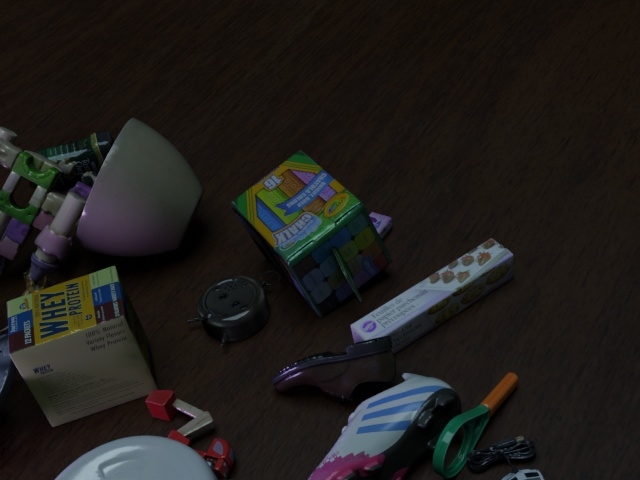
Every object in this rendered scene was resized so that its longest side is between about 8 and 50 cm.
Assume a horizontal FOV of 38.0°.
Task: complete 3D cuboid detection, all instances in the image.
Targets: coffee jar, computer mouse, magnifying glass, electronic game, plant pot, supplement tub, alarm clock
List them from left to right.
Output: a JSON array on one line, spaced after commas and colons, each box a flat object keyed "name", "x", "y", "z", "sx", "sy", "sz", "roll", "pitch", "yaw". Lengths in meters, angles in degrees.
[{"name": "electronic game", "x": -0.591, "y": 0.269, "z": 1.618, "sx": 0.229, "sy": 0.048, "sz": 0.229, "roll": -37, "pitch": 37, "yaw": 35}, {"name": "coffee jar", "x": -0.560, "y": -0.187, "z": 2.154, "sx": 0.184, "sy": 0.096, "sz": 0.079, "roll": -19, "pitch": 45, "yaw": -5}, {"name": "plant pot", "x": -0.349, "y": -0.079, "z": 1.888, "sx": 0.191, "sy": 0.284, "sz": 0.284, "roll": 25, "pitch": 46, "yaw": -5}, {"name": "supplement tub", "x": -0.208, "y": 0.437, "z": 1.199, "sx": 0.241, "sy": 0.331, "sz": 0.241, "roll": -8, "pitch": 42, "yaw": 7}, {"name": "alarm clock", "x": -0.150, "y": 0.113, "z": 1.748, "sx": 0.129, "sy": 0.064, "sz": 0.192, "roll": 28, "pitch": 52, "yaw": 37}, {"name": "magnifying glass", "x": 0.245, "y": 0.282, "z": 1.449, "sx": 0.026, "sy": 0.092, "sz": 0.231, "roll": 17, "pitch": 39, "yaw": 34}, {"name": "computer mouse", "x": 0.299, "y": 0.370, "z": 1.362, "sx": 0.106, "sy": 0.042, "sz": 0.193, "roll": -15, "pitch": 36, "yaw": -9}]

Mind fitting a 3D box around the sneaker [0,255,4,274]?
[{"name": "sneaker", "x": -0.713, "y": 0.001, "z": 1.983, "sx": 0.095, "sy": 0.105, "sz": 0.236, "roll": 4, "pitch": 45, "yaw": 17}]

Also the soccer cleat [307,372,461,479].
[{"name": "soccer cleat", "x": 0.073, "y": 0.325, "z": 1.434, "sx": 0.331, "sy": 0.116, "sz": 0.143, "roll": -34, "pitch": 30, "yaw": -25}]

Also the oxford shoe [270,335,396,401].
[{"name": "oxford shoe", "x": 0.020, "y": 0.230, "z": 1.554, "sx": 0.227, "sy": 0.096, "sz": 0.083, "roll": -16, "pitch": -3, "yaw": 25}]

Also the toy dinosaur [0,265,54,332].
[{"name": "toy dinosaur", "x": -0.581, "y": 0.128, "z": 1.854, "sx": 0.112, "sy": 0.064, "sz": 0.211, "roll": -21, "pitch": 29, "yaw": 17}]

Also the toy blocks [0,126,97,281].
[{"name": "toy blocks", "x": -0.626, "y": -0.050, "z": 1.899, "sx": 0.288, "sy": 0.260, "sz": 0.309, "roll": 29, "pitch": 9, "yaw": -10}]

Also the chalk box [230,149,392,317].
[{"name": "chalk box", "x": 0.000, "y": 0.000, "z": 1.721, "sx": 0.179, "sy": 0.180, "sz": 0.289, "roll": -38, "pitch": 46, "yaw": -8}]

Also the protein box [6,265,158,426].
[{"name": "protein box", "x": -0.414, "y": 0.186, "z": 1.627, "sx": 0.199, "sy": 0.201, "sz": 0.136, "roll": -18, "pitch": 42, "yaw": -6}]

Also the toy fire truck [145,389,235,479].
[{"name": "toy fire truck", "x": -0.219, "y": 0.324, "z": 1.541, "sx": 0.192, "sy": 0.047, "sz": 0.135, "roll": 7, "pitch": 44, "yaw": 21}]

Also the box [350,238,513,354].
[{"name": "box", "x": 0.204, "y": 0.107, "z": 1.657, "sx": 0.324, "sy": 0.067, "sz": 0.063, "roll": -29, "pitch": 44, "yaw": -18}]

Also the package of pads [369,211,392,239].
[{"name": "package of pads", "x": 0.102, "y": -0.017, "z": 1.843, "sx": 0.050, "sy": 0.032, "sz": 0.083, "roll": 17, "pitch": 49, "yaw": 30}]
